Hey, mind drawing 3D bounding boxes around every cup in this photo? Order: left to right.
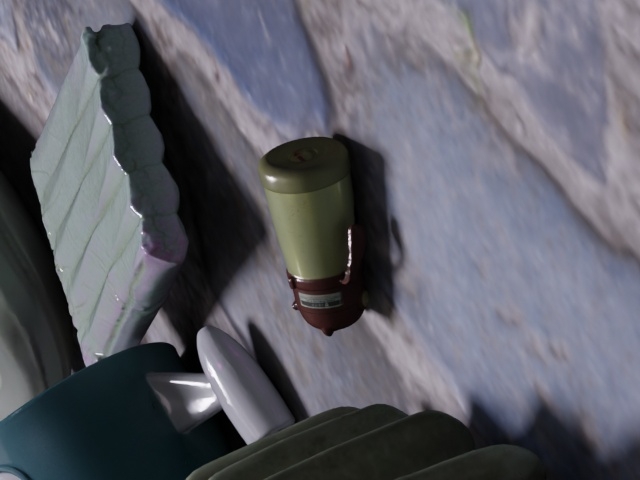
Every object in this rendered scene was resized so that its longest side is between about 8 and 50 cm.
[{"bbox_3d":[-0.117,0.178,1.222,0.300,0.167,0.173,-43,73,35],"label":"cup"}]

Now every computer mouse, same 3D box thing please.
[{"bbox_3d":[-0.255,0.006,1.442,0.331,0.095,0.197,-123,29,-42],"label":"computer mouse"}]

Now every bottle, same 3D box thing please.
[{"bbox_3d":[0.000,-0.001,1.000,0.063,0.047,0.101,-100,-2,-64],"label":"bottle"}]

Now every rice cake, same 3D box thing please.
[{"bbox_3d":[-0.133,-0.022,1.214,0.198,0.037,0.189,119,138,-55],"label":"rice cake"}]

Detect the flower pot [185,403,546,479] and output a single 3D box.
[{"bbox_3d":[0.058,0.265,0.942,0.254,0.164,0.367,-5,104,69],"label":"flower pot"}]
